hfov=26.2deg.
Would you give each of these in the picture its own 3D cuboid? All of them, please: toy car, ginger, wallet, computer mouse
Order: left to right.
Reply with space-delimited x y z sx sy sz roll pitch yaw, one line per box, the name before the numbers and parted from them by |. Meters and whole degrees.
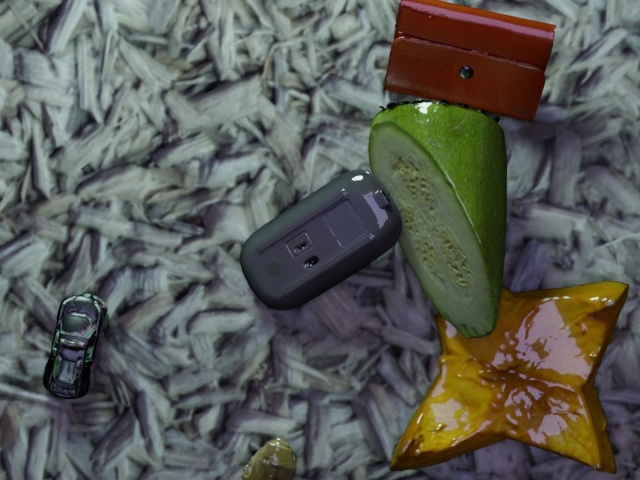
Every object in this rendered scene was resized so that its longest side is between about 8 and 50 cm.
toy car | -0.326 0.140 1.825 0.069 0.055 0.142 13 92 1
ginger | -0.044 0.367 1.804 0.133 0.059 0.214 8 89 12
computer mouse | 0.000 0.000 1.790 0.232 0.057 0.120 -34 86 22
wallet | 0.189 -0.233 1.767 0.204 0.045 0.142 13 128 4

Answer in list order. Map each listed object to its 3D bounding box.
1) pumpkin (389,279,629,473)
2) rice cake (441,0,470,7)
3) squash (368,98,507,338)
pumpkin | 0.242 0.174 1.765 0.290 0.095 0.258 2 87 11
rice cake | 0.096 -0.439 1.793 0.066 0.063 0.336 -24 90 21
squash | 0.139 -0.024 1.707 0.189 0.189 0.261 6 76 4
